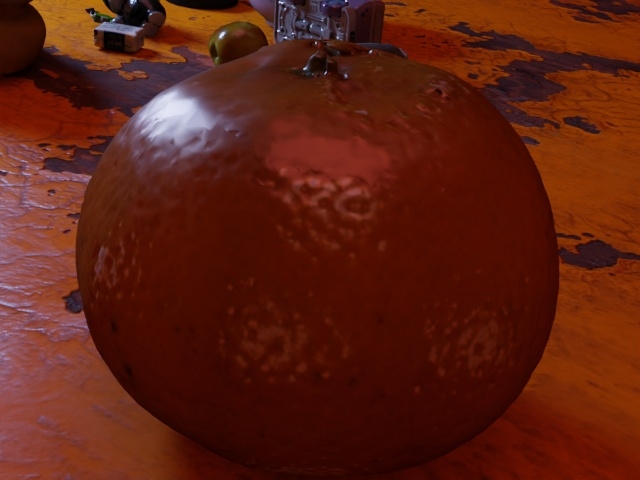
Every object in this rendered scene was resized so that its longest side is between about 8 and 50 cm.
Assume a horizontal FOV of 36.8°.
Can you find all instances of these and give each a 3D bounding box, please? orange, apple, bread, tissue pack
[{"bbox_3d":[0.000,0.000,0.835,0.424,0.326,0.424,6,25,-3],"label":"orange"},{"bbox_3d":[-0.152,-0.350,1.749,0.102,0.099,0.114,-14,37,-32],"label":"apple"},{"bbox_3d":[-0.647,-0.438,1.641,0.329,0.245,0.424,-10,35,-29],"label":"bread"},{"bbox_3d":[-0.382,-0.386,1.827,0.083,0.042,0.062,9,25,4],"label":"tissue pack"}]

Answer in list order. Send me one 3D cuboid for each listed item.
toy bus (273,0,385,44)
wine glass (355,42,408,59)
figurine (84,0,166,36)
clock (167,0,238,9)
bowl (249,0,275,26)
[{"bbox_3d":[0.015,-0.430,1.906,0.203,0.142,0.142,27,39,33],"label":"toy bus"},{"bbox_3d":[0.049,-0.278,1.635,0.204,0.111,0.111,-18,36,-37],"label":"wine glass"},{"bbox_3d":[-0.385,-0.493,1.955,0.126,0.147,0.192,5,39,-48],"label":"figurine"},{"bbox_3d":[-0.278,-0.579,2.239,0.185,0.040,0.184,6,26,-3],"label":"clock"},{"bbox_3d":[-0.035,-0.541,2.102,0.287,0.143,0.287,5,25,-2],"label":"bowl"}]
